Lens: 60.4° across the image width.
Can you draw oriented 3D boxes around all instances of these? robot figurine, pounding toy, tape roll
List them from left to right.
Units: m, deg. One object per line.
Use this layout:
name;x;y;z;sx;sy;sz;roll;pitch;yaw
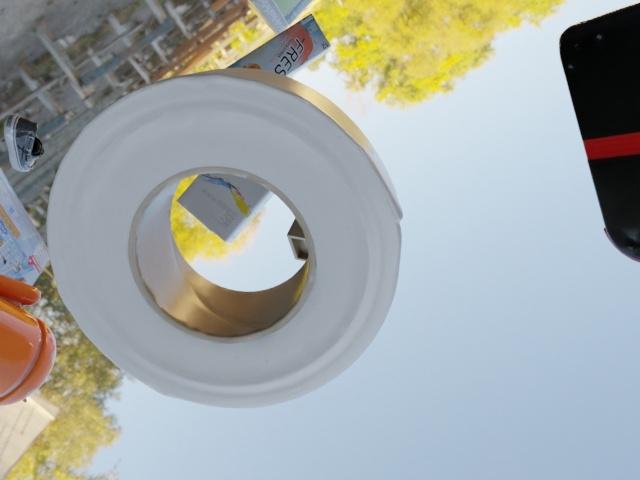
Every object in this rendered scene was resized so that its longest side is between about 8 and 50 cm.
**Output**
robot figurine;-0.430;0.129;0.692;0.128;0.219;0.158;-27;-130;6
tape roll;-0.074;-0.001;0.475;0.286;0.286;0.100;-32;-165;13
pounding toy;0.000;0.000;1.540;0.141;0.130;0.100;10;-127;21

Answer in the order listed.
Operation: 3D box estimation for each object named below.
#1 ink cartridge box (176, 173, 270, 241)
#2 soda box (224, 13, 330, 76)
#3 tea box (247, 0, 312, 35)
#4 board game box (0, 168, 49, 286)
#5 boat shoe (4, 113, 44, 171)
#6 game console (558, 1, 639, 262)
ink cartridge box;-0.276;-0.153;1.723;0.270;0.197;0.198;-50;-178;-4
soda box;-0.076;-0.268;0.841;0.183;0.058;0.063;-35;-169;-5
tea box;-0.087;-0.702;1.281;0.323;0.220;0.329;-44;-178;9
board game box;-0.608;0.013;0.909;0.065;0.319;0.318;-4;-142;8
boat shoe;-0.429;-0.136;0.805;0.142;0.040;0.049;141;-43;-64
game console;0.477;-0.122;0.604;0.060;0.342;0.386;-29;-164;-29
